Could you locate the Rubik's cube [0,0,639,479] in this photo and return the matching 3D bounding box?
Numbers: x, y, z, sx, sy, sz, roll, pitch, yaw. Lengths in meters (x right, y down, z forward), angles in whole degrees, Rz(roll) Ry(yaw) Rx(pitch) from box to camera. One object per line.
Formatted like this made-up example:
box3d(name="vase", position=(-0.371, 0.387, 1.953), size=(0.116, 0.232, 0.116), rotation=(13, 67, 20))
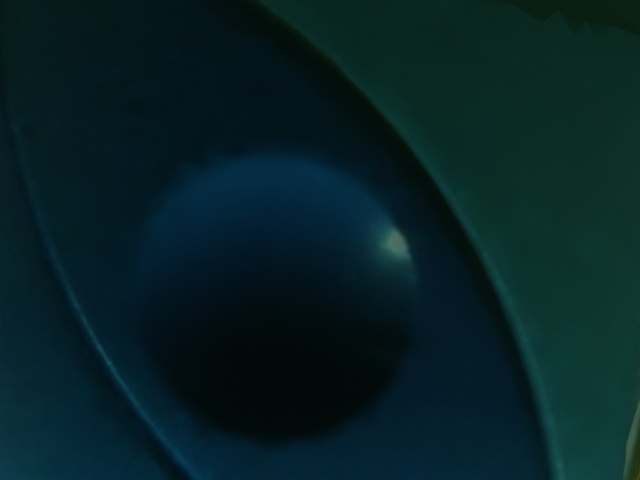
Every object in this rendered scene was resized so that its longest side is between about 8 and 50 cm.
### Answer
box3d(name="Rubik's cube", position=(0.000, 0.000, 0.922), size=(0.347, 0.352, 0.352), rotation=(-53, 152, -79))
